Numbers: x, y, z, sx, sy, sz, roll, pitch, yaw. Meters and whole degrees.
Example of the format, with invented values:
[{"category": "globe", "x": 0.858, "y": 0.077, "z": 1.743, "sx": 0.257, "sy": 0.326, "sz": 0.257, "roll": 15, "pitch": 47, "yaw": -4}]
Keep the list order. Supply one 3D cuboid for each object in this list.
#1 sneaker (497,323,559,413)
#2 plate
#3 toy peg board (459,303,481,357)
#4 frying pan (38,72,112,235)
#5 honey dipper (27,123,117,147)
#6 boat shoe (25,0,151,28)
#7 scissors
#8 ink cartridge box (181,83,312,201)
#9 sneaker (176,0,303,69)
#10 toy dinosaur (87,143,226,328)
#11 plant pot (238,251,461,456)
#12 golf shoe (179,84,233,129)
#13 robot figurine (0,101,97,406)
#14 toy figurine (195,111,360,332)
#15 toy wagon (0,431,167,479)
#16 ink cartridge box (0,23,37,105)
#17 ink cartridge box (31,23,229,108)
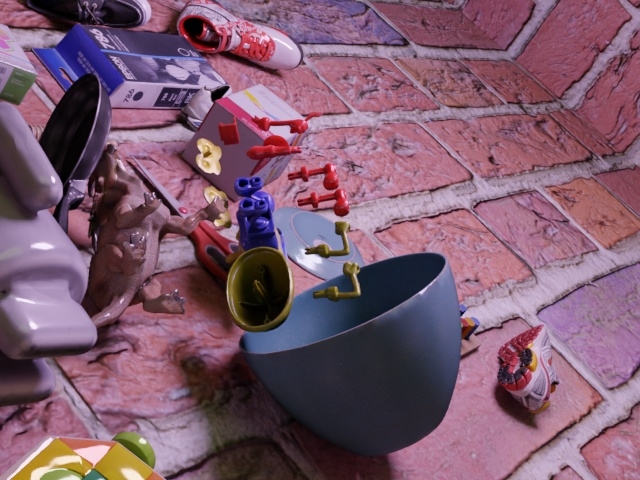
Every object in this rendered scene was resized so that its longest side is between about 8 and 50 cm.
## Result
[{"category": "sneaker", "x": 0.358, "y": 0.219, "z": 1.682, "sx": 0.092, "sy": 0.088, "sz": 0.225, "roll": 54, "pitch": 28, "yaw": -8}, {"category": "plate", "x": 0.000, "y": 0.000, "z": 1.676, "sx": 0.188, "sy": 0.024, "sz": 0.188, "roll": 27, "pitch": 29, "yaw": -16}, {"category": "toy peg board", "x": 0.195, "y": 0.117, "z": 1.648, "sx": 0.161, "sy": 0.079, "sz": 0.161, "roll": 47, "pitch": 31, "yaw": 20}, {"category": "frying pan", "x": -0.314, "y": -0.106, "z": 1.286, "sx": 0.053, "sy": 0.197, "sz": 0.326, "roll": 24, "pitch": 13, "yaw": -33}, {"category": "honey dipper", "x": -0.378, "y": -0.155, "z": 1.507, "sx": 0.161, "sy": 0.030, "sz": 0.030, "roll": 1, "pitch": 43, "yaw": -49}, {"category": "boat shoe", "x": -0.422, "y": -0.421, "z": 1.771, "sx": 0.229, "sy": 0.080, "sz": 0.076, "roll": 17, "pitch": 39, "yaw": 6}, {"category": "scissors", "x": -0.205, "y": -0.030, "z": 1.506, "sx": 0.297, "sy": 0.021, "sz": 0.109, "roll": 40, "pitch": 31, "yaw": 6}, {"category": "ink cartridge box", "x": -0.123, "y": -0.172, "z": 1.696, "sx": 0.127, "sy": 0.128, "sz": 0.176, "roll": 39, "pitch": 29, "yaw": 7}, {"category": "sneaker", "x": -0.171, "y": -0.411, "z": 2.053, "sx": 0.270, "sy": 0.090, "sz": 0.145, "roll": 28, "pitch": 30, "yaw": -6}, {"category": "toy dinosaur", "x": -0.254, "y": 0.016, "z": 1.270, "sx": 0.127, "sy": 0.200, "sz": 0.295, "roll": 39, "pitch": 53, "yaw": -37}, {"category": "plant pot", "x": 0.064, "y": 0.163, "z": 1.286, "sx": 0.195, "sy": 0.290, "sz": 0.290, "roll": 67, "pitch": 27, "yaw": -11}, {"category": "golf shoe", "x": -0.170, "y": -0.243, "z": 1.800, "sx": 0.069, "sy": 0.086, "sz": 0.176, "roll": 46, "pitch": 29, "yaw": 22}, {"category": "robot figurine", "x": -0.374, "y": 0.004, "z": 0.995, "sx": 0.353, "sy": 0.300, "sz": 0.200, "roll": 48, "pitch": 13, "yaw": 21}, {"category": "toy figurine", "x": -0.052, "y": 0.017, "z": 1.400, "sx": 0.191, "sy": 0.217, "sz": 0.362, "roll": -12, "pitch": 53, "yaw": -5}, {"category": "toy wagon", "x": -0.167, "y": 0.332, "z": 0.950, "sx": 0.344, "sy": 0.068, "sz": 0.267, "roll": 37, "pitch": 29, "yaw": 4}, {"category": "ink cartridge box", "x": -0.522, "y": -0.298, "z": 1.499, "sx": 0.109, "sy": 0.062, "sz": 0.209, "roll": 16, "pitch": 27, "yaw": -46}, {"category": "ink cartridge box", "x": -0.328, "y": -0.306, "z": 1.754, "sx": 0.165, "sy": 0.065, "sz": 0.333, "roll": 48, "pitch": 32, "yaw": 22}]
